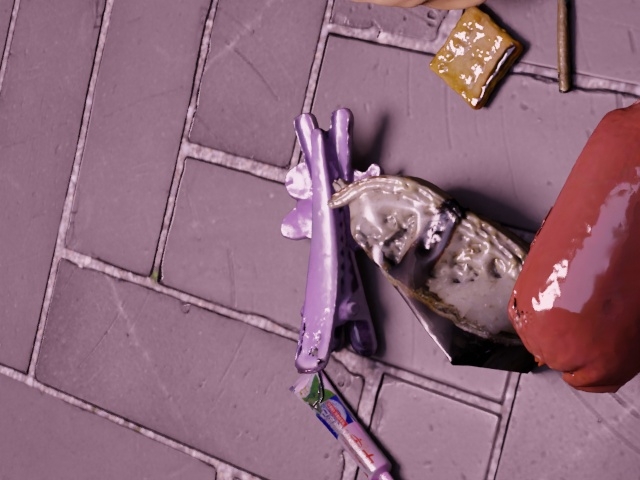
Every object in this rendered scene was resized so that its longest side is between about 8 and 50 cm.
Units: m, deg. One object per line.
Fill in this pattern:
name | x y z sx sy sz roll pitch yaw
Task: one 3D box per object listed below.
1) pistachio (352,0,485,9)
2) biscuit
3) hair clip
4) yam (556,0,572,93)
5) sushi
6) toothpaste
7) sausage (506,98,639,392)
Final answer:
pistachio | 0.125 -0.346 1.579 0.318 0.193 0.214 -40 102 21
biscuit | 0.157 -0.186 1.649 0.081 0.018 0.083 46 112 31
hair clip | 0.009 0.005 1.710 0.137 0.090 0.278 -5 78 39
yam | 0.238 -0.195 1.591 0.014 0.014 0.107 -4 84 37
sushi | 0.123 -0.001 1.587 0.109 0.134 0.273 -50 59 20
toothpaste | 0.027 0.197 1.710 0.045 0.028 0.170 -51 55 15
sausage | 0.274 -0.001 1.449 0.152 0.152 0.279 32 96 35
